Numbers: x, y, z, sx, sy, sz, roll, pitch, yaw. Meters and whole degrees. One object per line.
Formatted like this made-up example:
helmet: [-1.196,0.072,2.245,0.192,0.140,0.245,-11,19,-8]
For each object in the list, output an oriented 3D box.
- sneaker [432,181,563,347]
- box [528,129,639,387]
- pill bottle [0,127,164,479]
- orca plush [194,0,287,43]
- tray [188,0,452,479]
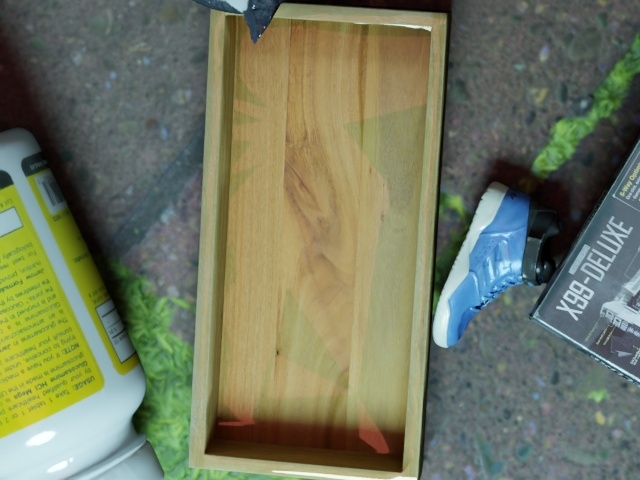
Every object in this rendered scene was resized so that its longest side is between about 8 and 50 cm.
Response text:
sneaker: [0.159,0.034,1.671,0.084,0.058,0.152,23,94,12]
box: [0.354,-0.002,1.607,0.242,0.076,0.307,30,91,3]
pill bottle: [-0.268,0.087,1.671,0.188,0.188,0.334,-24,94,10]
orca plush: [-0.107,-0.282,1.633,0.287,0.102,0.151,27,121,32]
tray: [0.000,0.000,1.682,0.202,0.076,0.411,4,98,7]
